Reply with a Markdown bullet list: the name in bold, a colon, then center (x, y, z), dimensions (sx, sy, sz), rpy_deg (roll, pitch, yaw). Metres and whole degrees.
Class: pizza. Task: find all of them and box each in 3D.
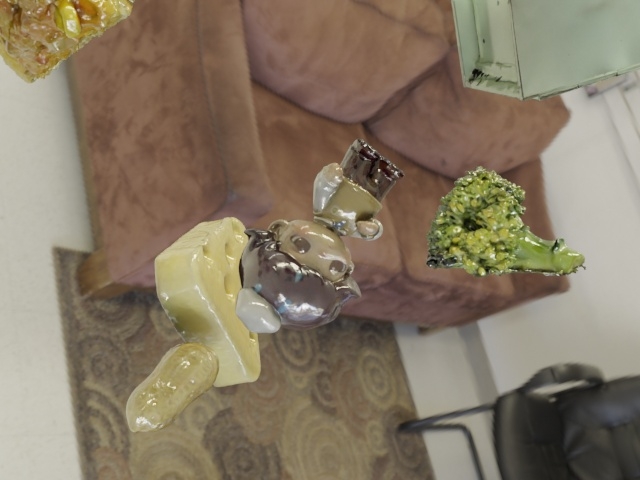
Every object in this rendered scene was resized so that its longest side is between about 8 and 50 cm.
- **pizza**: center (-0.314, -0.280, 0.811), dimensions (0.087, 0.268, 0.257), rpy_deg (-40, 107, -26)

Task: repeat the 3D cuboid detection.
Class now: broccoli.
- **broccoli**: center (0.311, -0.039, 1.478), dimensions (0.242, 0.273, 0.180), rpy_deg (-24, 113, -62)

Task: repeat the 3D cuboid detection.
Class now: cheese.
- **cheese**: center (-0.229, 0.088, 1.887), dimensions (0.384, 0.104, 0.383), rpy_deg (-11, 90, -77)

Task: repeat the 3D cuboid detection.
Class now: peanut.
- **peanut**: center (-0.283, 0.277, 1.649), dimensions (0.236, 0.120, 0.110), rpy_deg (-42, 111, -48)

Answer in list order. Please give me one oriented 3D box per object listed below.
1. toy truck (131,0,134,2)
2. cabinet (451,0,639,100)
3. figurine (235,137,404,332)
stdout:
- **toy truck**: center (-0.483, -0.583, 1.895), dimensions (0.191, 0.116, 0.085), rpy_deg (48, 25, -9)
- **cabinet**: center (0.298, -0.274, 1.106), dimensions (0.145, 0.206, 0.150), rpy_deg (-141, -145, -63)
- **figurine**: center (0.012, 0.007, 1.555), dimensions (0.218, 0.365, 0.206), rpy_deg (30, 21, -40)
